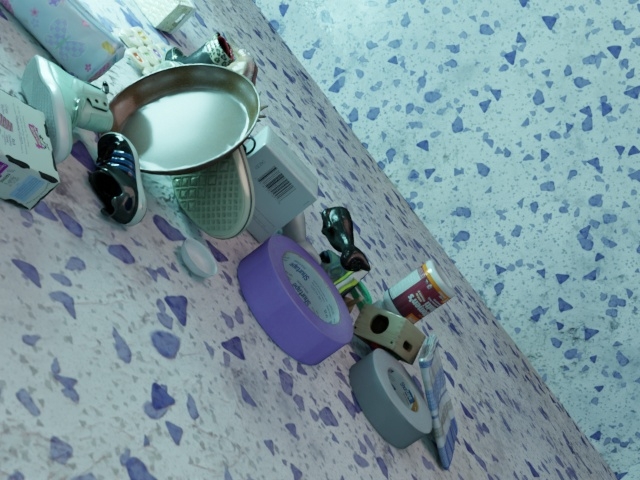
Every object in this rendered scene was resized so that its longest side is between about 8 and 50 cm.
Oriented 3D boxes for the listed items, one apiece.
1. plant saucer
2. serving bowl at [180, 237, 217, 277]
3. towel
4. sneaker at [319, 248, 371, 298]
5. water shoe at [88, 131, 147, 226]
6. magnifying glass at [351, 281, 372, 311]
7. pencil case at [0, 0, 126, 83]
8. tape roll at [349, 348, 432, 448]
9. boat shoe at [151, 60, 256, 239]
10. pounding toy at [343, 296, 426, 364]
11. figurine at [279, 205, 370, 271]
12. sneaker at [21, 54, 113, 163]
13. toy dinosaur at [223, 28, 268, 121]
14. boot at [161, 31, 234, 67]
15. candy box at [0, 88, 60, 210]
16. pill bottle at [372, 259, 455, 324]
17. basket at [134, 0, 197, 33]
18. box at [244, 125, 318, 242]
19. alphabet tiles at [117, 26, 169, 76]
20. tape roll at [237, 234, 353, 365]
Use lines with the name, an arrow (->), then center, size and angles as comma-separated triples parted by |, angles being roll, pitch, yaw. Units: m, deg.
plant saucer -> -0.264, -0.226, 1.424 | 0.050, 0.310, 0.311 | 81, -11, -50
serving bowl -> -0.228, 0.037, 1.370 | 0.083, 0.027, 0.083 | 46, 18, -20
towel -> 0.294, 0.391, 1.844 | 0.209, 0.034, 0.285 | -30, 108, -73
sneaker -> 0.047, 0.071, 1.906 | 0.121, 0.111, 0.300 | 49, 15, 1
water shoe -> -0.354, -0.118, 1.272 | 0.080, 0.073, 0.203 | 24, 32, -54
magnifying glass -> 0.118, 0.177, 2.017 | 0.092, 0.026, 0.231 | 43, 20, -31
pencil case -> -0.500, -0.430, 1.426 | 0.273, 0.124, 0.113 | 49, 17, -14
tape roll -> 0.160, 0.355, 1.686 | 0.219, 0.072, 0.219 | 46, 18, -19
boat shoe -> -0.232, -0.193, 1.568 | 0.156, 0.187, 0.500 | 25, 27, -46
pounding toy -> 0.121, 0.211, 1.819 | 0.206, 0.094, 0.181 | 18, -15, 37
figurine -> 0.000, 0.000, 1.803 | 0.214, 0.092, 0.209 | 6, 34, -25
sneaker -> -0.403, -0.205, 1.243 | 0.151, 0.094, 0.256 | 20, 32, -40
toy dinosaur -> -0.216, -0.410, 1.986 | 0.127, 0.296, 0.200 | 7, 2, -34
boot -> -0.296, -0.439, 1.812 | 0.085, 0.178, 0.236 | 39, 22, -37
candy box -> -0.480, -0.156, 1.013 | 0.233, 0.071, 0.159 | 31, 27, -50
pill bottle -> 0.251, 0.162, 2.056 | 0.121, 0.221, 0.121 | 47, 17, -19
basket -> -0.450, -0.681, 2.089 | 0.167, 0.113, 0.103 | 53, 19, 2
box -> -0.128, -0.127, 1.703 | 0.181, 0.181, 0.119 | 46, 20, -21
alphabet tiles -> -0.388, -0.419, 1.880 | 0.284, 0.021, 0.278 | 50, 17, -10
tape roll -> -0.049, 0.123, 1.568 | 0.275, 0.090, 0.275 | 47, 17, -19
